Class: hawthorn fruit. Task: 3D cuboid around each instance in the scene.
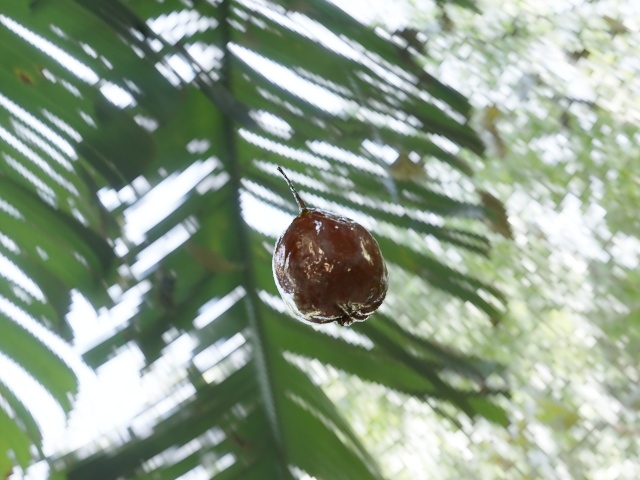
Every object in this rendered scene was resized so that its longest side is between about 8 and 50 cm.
[{"bbox_3d":[0.000,0.000,1.162,0.067,0.067,0.103,-12,-104,-16],"label":"hawthorn fruit"}]
